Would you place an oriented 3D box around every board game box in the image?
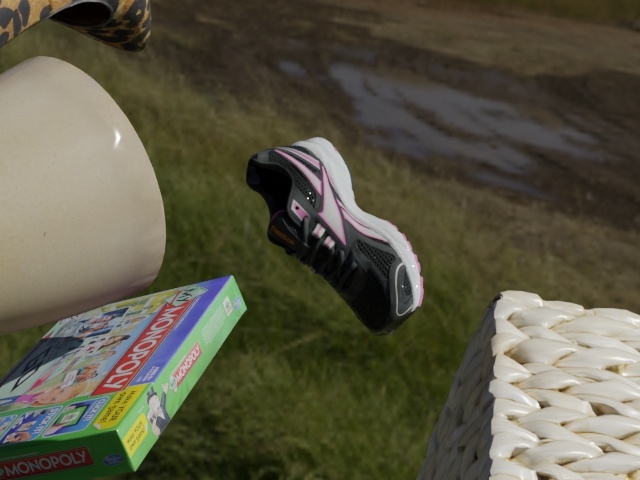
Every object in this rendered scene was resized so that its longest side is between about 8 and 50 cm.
[{"bbox_3d":[-0.219,0.138,1.228,0.214,0.046,0.317,-14,18,20],"label":"board game box"}]

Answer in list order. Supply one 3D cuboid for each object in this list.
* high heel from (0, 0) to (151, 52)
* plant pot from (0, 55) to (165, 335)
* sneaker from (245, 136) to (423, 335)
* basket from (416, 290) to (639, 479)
[{"bbox_3d":[-0.191,-0.124,0.786,0.093,0.186,0.261,2,-19,24],"label":"high heel"},{"bbox_3d":[-0.331,-0.007,1.172,0.256,0.256,0.274,21,38,37],"label":"plant pot"},{"bbox_3d":[0.000,0.000,0.914,0.077,0.072,0.178,-5,46,-40],"label":"sneaker"},{"bbox_3d":[0.202,0.237,0.717,0.328,0.331,0.266,10,43,-3],"label":"basket"}]
